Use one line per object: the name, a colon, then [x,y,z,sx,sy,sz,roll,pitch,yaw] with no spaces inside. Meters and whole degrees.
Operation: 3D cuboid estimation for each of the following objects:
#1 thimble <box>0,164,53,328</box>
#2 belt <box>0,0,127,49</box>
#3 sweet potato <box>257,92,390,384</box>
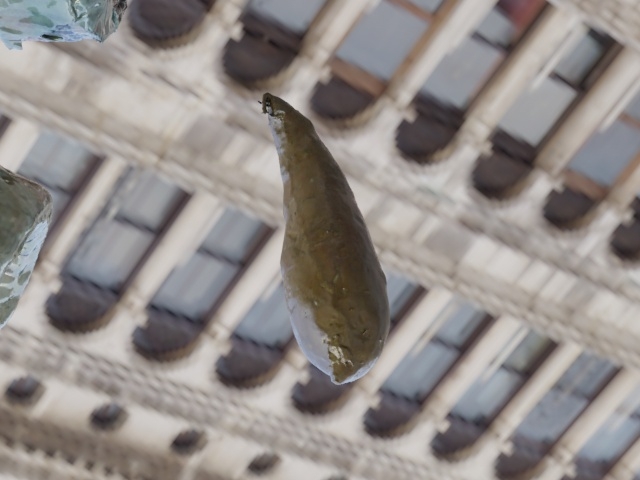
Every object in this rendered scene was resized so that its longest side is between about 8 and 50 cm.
thimble: [-0.408,0.035,1.625,0.195,0.291,0.291,28,-157,-1]
belt: [-0.290,-0.322,1.825,0.150,0.207,0.257,2,-157,6]
sweet potato: [0.003,-0.001,2.038,0.130,0.130,0.423,18,-132,-38]
